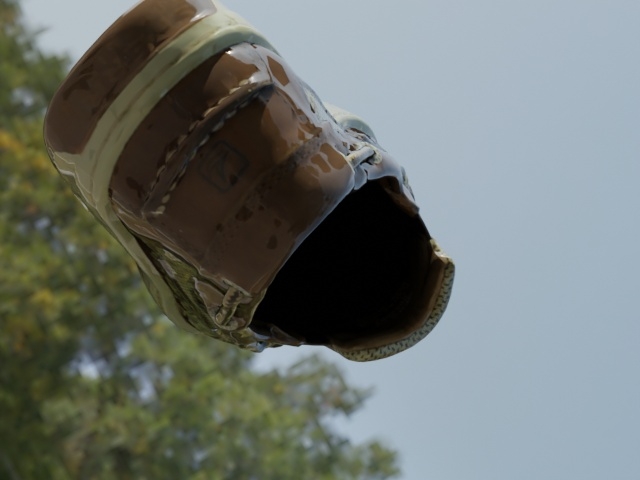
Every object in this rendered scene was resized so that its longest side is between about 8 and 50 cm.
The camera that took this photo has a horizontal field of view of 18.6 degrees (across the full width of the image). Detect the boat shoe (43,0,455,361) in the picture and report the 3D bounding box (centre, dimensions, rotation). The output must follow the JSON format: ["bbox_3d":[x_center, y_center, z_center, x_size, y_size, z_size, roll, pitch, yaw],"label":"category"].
[{"bbox_3d":[-0.005,0.006,0.624,0.095,0.095,0.257,40,3,18],"label":"boat shoe"}]
